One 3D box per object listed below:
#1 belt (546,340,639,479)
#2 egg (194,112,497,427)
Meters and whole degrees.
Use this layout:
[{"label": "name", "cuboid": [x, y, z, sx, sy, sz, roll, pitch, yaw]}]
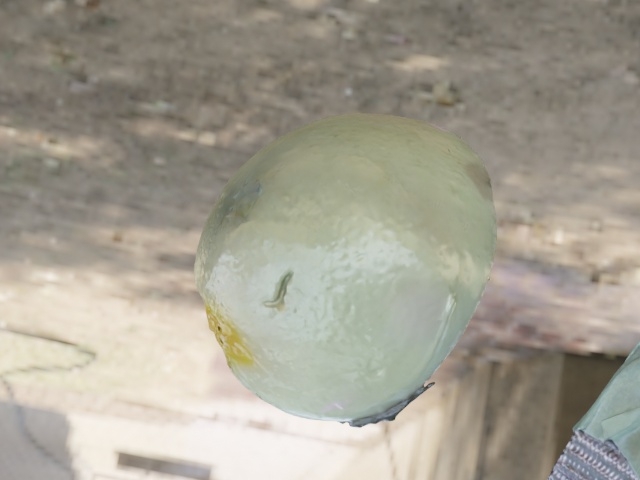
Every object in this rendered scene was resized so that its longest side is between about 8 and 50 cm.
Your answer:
[{"label": "belt", "cuboid": [0.312, 0.160, 1.404, 0.122, 0.325, 0.260, 35, 148, 29]}, {"label": "egg", "cuboid": [0.000, 0.000, 1.578, 0.337, 0.337, 0.201, -3, 155, 45]}]
